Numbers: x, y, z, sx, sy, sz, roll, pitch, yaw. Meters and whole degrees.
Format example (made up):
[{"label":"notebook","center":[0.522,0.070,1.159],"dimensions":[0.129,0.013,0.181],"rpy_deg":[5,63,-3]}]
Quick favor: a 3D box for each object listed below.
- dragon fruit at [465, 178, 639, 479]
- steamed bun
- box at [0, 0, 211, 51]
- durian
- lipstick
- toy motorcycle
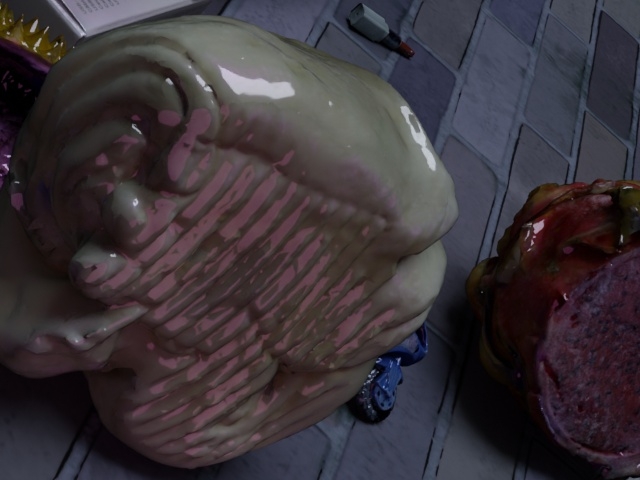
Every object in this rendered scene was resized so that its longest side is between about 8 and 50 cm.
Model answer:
[{"label":"dragon fruit","center":[0.275,0.057,1.606],"dimensions":[0.296,0.314,0.263],"rpy_deg":[24,19,-33]},{"label":"steamed bun","center":[-0.090,-0.020,1.170],"dimensions":[0.352,0.339,0.247],"rpy_deg":[23,28,-37]},{"label":"box","center":[-0.245,-0.261,1.481],"dimensions":[0.203,0.106,0.251],"rpy_deg":[49,30,4]},{"label":"durian","center":[-0.271,-0.125,1.294],"dimensions":[0.260,0.154,0.186],"rpy_deg":[38,6,-27]},{"label":"lipstick","center":[0.082,-0.260,1.959],"dimensions":[0.107,0.025,0.025],"rpy_deg":[31,34,-34]},{"label":"toy motorcycle","center":[0.045,0.062,1.426],"dimensions":[0.114,0.076,0.205],"rpy_deg":[-40,119,-44]}]
